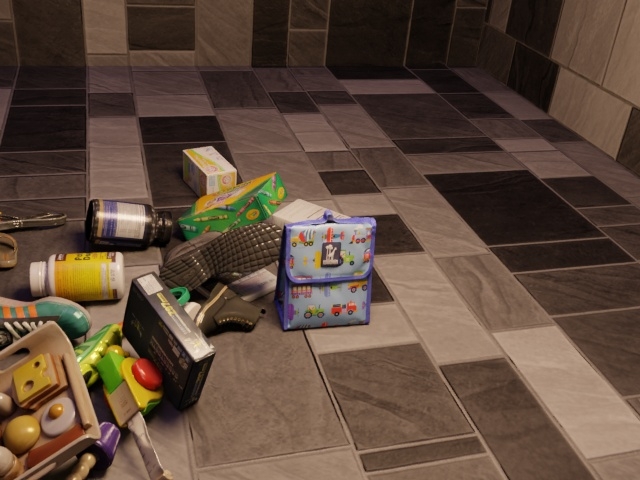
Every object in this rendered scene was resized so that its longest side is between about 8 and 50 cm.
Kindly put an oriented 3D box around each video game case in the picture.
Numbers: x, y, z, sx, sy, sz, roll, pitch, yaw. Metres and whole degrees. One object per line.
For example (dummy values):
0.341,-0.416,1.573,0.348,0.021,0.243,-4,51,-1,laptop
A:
-0.224,0.109,1.877,0.190,0.022,0.173,-24,41,-39,video game case

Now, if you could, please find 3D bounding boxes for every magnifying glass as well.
-0.408,0.174,1.658,0.230,0.026,0.092,-28,23,-18,magnifying glass

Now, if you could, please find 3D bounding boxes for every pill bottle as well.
-0.524,-0.044,1.972,0.219,0.123,0.123,6,27,-26,pill bottle
-0.590,0.090,1.751,0.214,0.117,0.117,-2,31,-14,pill bottle

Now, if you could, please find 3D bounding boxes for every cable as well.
-0.862,-0.063,2.000,0.287,0.072,0.139,-7,14,-16,cable

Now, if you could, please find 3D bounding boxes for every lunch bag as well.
0.012,0.055,1.735,0.220,0.294,0.138,-3,31,-14,lunch bag

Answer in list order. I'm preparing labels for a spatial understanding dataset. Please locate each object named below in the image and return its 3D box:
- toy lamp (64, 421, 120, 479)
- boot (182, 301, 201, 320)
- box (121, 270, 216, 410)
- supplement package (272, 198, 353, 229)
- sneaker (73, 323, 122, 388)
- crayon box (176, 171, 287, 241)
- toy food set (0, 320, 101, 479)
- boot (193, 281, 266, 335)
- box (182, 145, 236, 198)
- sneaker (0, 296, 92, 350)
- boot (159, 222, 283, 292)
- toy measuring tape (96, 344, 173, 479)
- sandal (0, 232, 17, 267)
-0.434,0.426,1.245,0.080,0.080,0.275,12,33,12,toy lamp
-0.359,0.199,1.667,0.086,0.069,0.190,7,22,20,boot
-0.317,0.206,1.472,0.059,0.183,0.233,-23,60,-38,box
0.000,0.000,1.981,0.244,0.139,0.134,20,33,26,supplement package
-0.515,0.257,1.485,0.123,0.110,0.295,19,33,14,sneaker
-0.249,-0.093,2.038,0.278,0.081,0.165,-16,21,25,crayon box
-0.542,0.306,1.299,0.219,0.092,0.306,-33,47,-5,toy food set
-0.221,0.195,1.690,0.137,0.077,0.198,27,47,1,boot
-0.358,-0.210,2.309,0.103,0.114,0.203,-13,36,-29,box
-0.661,0.195,1.582,0.301,0.108,0.121,2,30,10,sneaker
-0.250,0.014,1.820,0.337,0.118,0.223,-17,17,-1,boot
-0.341,0.338,1.406,0.121,0.121,0.330,-15,52,-31,toy measuring tape
-0.841,0.016,1.902,0.072,0.049,0.180,-10,29,-25,sandal
